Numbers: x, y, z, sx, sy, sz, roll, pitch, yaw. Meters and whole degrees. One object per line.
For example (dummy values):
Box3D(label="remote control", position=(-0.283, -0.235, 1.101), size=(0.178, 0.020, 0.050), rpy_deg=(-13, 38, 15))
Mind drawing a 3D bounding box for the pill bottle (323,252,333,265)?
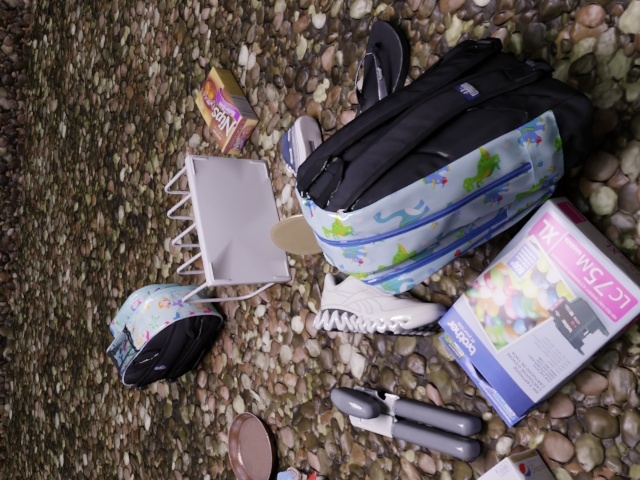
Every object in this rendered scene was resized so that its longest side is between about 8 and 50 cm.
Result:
Box3D(label="pill bottle", position=(0.098, -0.002, 1.136), size=(0.193, 0.108, 0.108), rpy_deg=(-9, 82, 43))

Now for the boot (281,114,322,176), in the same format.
Box3D(label="boot", position=(-0.033, -0.150, 1.342), size=(0.086, 0.069, 0.190), rpy_deg=(-32, 57, 51))

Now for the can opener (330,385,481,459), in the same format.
Box3D(label="can opener", position=(0.137, 0.305, 1.120), size=(0.280, 0.093, 0.074), rpy_deg=(3, 91, 44))

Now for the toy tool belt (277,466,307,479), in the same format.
Box3D(label="toy tool belt", position=(-0.068, 0.494, 1.370), size=(0.083, 0.051, 0.052), rpy_deg=(-7, 84, 49))

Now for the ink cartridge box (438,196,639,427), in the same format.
Box3D(label="ink cartridge box", position=(0.296, 0.114, 0.944), size=(0.186, 0.065, 0.311), rpy_deg=(52, 129, 26))

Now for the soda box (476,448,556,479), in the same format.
Box3D(label="soda box", position=(0.249, 0.398, 0.994), size=(0.216, 0.073, 0.069), rpy_deg=(-53, 52, 34))

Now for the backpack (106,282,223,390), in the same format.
Box3D(label="backpack", position=(-0.366, 0.209, 1.589), size=(0.253, 0.225, 0.191), rpy_deg=(-48, 61, 32))

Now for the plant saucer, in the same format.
Box3D(label="plant saucer", position=(-0.149, 0.466, 1.481), size=(0.168, 0.029, 0.169), rpy_deg=(-1, 89, 48))

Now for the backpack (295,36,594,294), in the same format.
Box3D(label="backpack", position=(0.142, -0.095, 0.928), size=(0.290, 0.355, 0.274), rpy_deg=(48, 157, 49))

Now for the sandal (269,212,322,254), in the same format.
Box3D(label="sandal", position=(0.021, -0.039, 1.275), size=(0.239, 0.079, 0.088), rpy_deg=(-15, 113, 30))

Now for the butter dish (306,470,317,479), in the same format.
Box3D(label="butter dish", position=(-0.015, 0.558, 1.271), size=(0.160, 0.118, 0.160), rpy_deg=(-59, 6, 29))

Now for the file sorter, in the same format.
Box3D(label="file sorter", position=(-0.214, -0.019, 1.446), size=(0.173, 0.192, 0.278), rpy_deg=(-30, 68, 48))

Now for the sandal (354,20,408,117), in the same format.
Box3D(label="sandal", position=(0.097, -0.267, 1.195), size=(0.097, 0.054, 0.255), rpy_deg=(18, 103, 47))

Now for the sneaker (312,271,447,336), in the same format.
Box3D(label="sneaker", position=(0.096, 0.107, 1.159), size=(0.292, 0.110, 0.119), rpy_deg=(-3, 78, 48))

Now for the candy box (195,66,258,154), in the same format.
Box3D(label="candy box", position=(-0.222, -0.304, 1.561), size=(0.109, 0.053, 0.187), rpy_deg=(-52, 52, 34))
